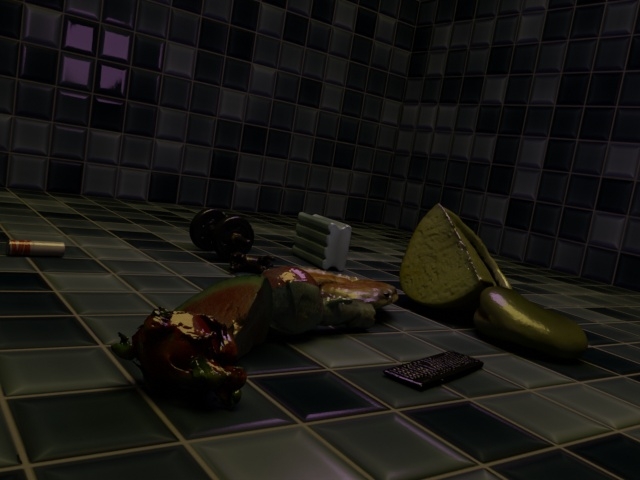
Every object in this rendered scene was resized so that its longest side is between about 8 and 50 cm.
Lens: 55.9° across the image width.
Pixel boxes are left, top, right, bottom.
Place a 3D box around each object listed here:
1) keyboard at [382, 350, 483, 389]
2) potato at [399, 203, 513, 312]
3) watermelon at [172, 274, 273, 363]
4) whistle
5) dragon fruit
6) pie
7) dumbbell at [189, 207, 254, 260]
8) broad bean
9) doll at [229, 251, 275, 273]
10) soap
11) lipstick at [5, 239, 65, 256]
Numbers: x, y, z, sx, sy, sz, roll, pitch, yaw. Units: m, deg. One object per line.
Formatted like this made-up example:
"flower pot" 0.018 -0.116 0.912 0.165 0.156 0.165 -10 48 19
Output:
"keyboard" 0.216 0.234 1.104 0.087 0.017 0.250 13 7 39
"potato" 0.379 0.107 1.691 0.280 0.212 0.331 33 28 -37
"watermelon" -0.182 0.132 1.014 0.207 0.136 0.202 -6 2 -1
"whistle" -0.022 0.131 1.211 0.346 0.142 0.134 14 28 -42
"dragon fruit" -0.176 0.155 0.817 0.175 0.142 0.138 36 -16 29
"pie" 0.025 0.126 1.490 0.338 0.077 0.339 5 6 -1
"dumbbell" -0.317 -0.022 1.930 0.143 0.143 0.325 3 10 -41
"broad bean" 0.479 0.190 1.387 0.263 0.121 0.189 16 13 31
"doll" -0.202 0.065 1.759 0.138 0.057 0.165 6 -1 -14
"soap" 0.000 0.000 2.100 0.087 0.160 0.265 6 7 -26
"lipstick" -0.712 0.020 1.507 0.130 0.039 0.038 4 9 -39
